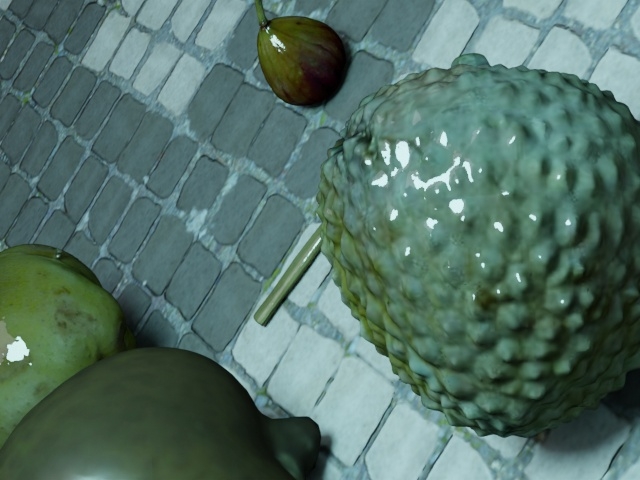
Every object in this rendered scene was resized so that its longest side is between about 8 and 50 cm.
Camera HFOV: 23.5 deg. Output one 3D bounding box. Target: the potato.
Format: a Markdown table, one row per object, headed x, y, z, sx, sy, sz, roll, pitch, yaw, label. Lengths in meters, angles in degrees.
| x | y | z | sx | sy | sz | roll | pitch | yaw | label |
| --- | --- | --- | --- | --- | --- | --- | --- | --- | --- |
| -0.312 | 0.149 | 1.572 | 0.351 | 0.202 | 0.218 | -48 | 45 | 39 | potato |

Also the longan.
| x | y | z | sx | sy | sz | roll | pitch | yaw | label |
| --- | --- | --- | --- | --- | --- | --- | --- | --- | --- |
| -0.133 | 0.221 | 1.254 | 0.300 | 0.300 | 0.243 | -102 | 11 | -45 | longan |

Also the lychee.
| x | y | z | sx | sy | sz | roll | pitch | yaw | label |
| --- | --- | --- | --- | --- | --- | --- | --- | --- | --- |
| 0.120 | -0.001 | 1.076 | 0.255 | 0.255 | 0.274 | -11 | 72 | 48 | lychee |

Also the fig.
| x | y | z | sx | sy | sz | roll | pitch | yaw | label |
| --- | --- | --- | --- | --- | --- | --- | --- | --- | --- |
| -0.035 | -0.191 | 1.521 | 0.089 | 0.125 | 0.089 | -30 | 41 | 30 | fig |

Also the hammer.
| x | y | z | sx | sy | sz | roll | pitch | yaw | label |
| --- | --- | --- | --- | --- | --- | --- | --- | --- | --- |
| 0.000 | 0.000 | 1.434 | 0.199 | 0.013 | 0.062 | -54 | 34 | 9 | hammer |
